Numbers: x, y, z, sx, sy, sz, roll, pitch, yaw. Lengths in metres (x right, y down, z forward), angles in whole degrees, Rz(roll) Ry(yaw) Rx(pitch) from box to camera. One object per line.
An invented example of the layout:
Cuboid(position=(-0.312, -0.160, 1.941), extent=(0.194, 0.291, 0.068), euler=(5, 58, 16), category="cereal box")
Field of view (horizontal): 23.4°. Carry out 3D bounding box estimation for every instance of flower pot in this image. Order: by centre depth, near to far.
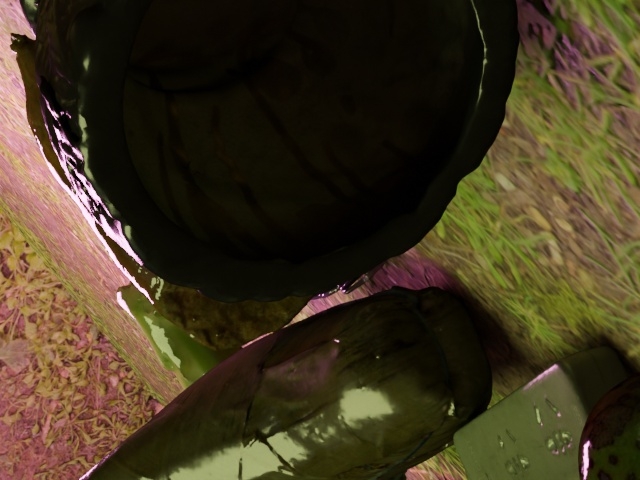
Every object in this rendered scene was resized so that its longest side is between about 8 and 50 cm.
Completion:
Cuboid(position=(-0.056, -0.133, 0.921), extent=(0.266, 0.267, 0.267), euler=(57, 174, -35), category="flower pot")

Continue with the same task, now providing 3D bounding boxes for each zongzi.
Cuboid(position=(-0.046, 0.171, 1.449), extent=(0.356, 0.393, 0.174), euler=(135, 117, -72), category="zongzi")

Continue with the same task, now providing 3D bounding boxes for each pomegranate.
Cuboid(position=(0.250, 0.153, 1.027), extent=(0.148, 0.148, 0.169), euler=(50, 159, -14), category="pomegranate")

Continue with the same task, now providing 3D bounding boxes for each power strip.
Cuboid(position=(0.176, 0.172, 1.281), extent=(0.093, 0.053, 0.288), euler=(67, 156, 15), category="power strip")

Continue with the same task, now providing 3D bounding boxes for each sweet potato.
Cuboid(position=(-0.161, -0.059, 1.467), extent=(0.369, 0.158, 0.158), euler=(50, 167, 14), category="sweet potato")

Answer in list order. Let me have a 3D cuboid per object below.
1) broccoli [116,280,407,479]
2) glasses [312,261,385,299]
Cuboid(position=(-0.072, 0.194, 1.818), extent=(0.397, 0.275, 0.353), euler=(41, 157, 6), category="broccoli")
Cuboid(position=(0.000, 0.000, 1.472), extent=(0.103, 0.062, 0.140), euler=(51, 164, -9), category="glasses")
